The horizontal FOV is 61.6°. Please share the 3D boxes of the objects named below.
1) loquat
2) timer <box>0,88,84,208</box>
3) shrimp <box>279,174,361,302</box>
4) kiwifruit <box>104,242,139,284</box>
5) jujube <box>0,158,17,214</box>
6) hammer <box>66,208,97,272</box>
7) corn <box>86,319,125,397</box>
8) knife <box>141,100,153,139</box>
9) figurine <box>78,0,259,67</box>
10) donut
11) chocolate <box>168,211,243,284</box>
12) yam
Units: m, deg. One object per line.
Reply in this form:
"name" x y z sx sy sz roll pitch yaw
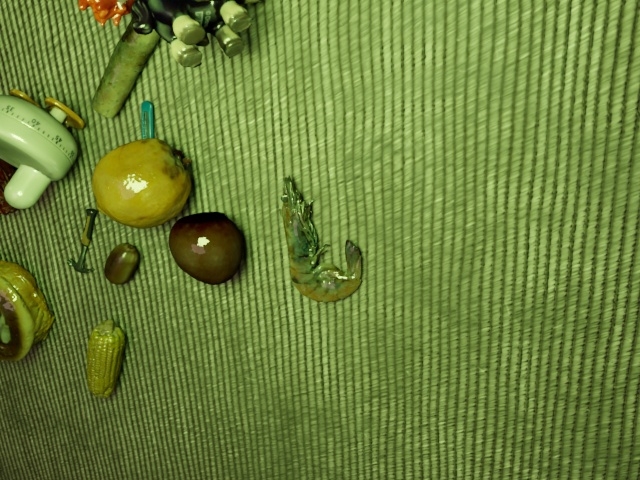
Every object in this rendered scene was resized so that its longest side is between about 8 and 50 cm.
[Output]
"loquat" -0.389 -0.128 1.186 0.234 0.176 0.187 -26 130 2
"timer" -0.700 -0.215 1.254 0.233 0.233 0.240 19 70 15
"shrimp" 0.000 0.000 1.155 0.169 0.058 0.296 -6 109 16
"kiwifruit" -0.507 0.061 1.367 0.075 0.075 0.124 40 122 5
"jujube" -0.855 -0.161 1.364 0.168 0.168 0.236 2 139 21
"hammer" -0.618 0.004 1.419 0.078 0.021 0.201 31 117 9
"corn" -0.596 0.328 1.481 0.097 0.097 0.262 24 116 13
"knife" -0.410 -0.180 1.270 0.044 0.026 0.297 17 115 29
"figurine" -0.285 -0.503 0.977 0.411 0.241 0.306 31 77 2
"donut" -0.927 0.182 1.542 0.329 0.160 0.330 11 123 17
"chocolate" -0.254 0.023 1.205 0.176 0.177 0.177 7 110 20
"yam" -0.414 -0.400 1.171 0.071 0.067 0.317 28 119 -23
